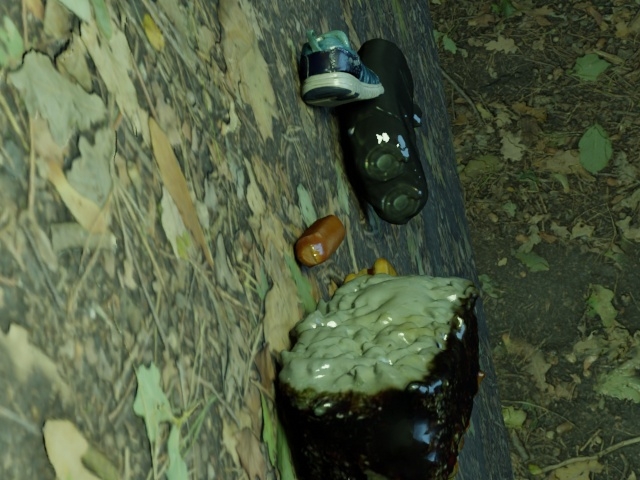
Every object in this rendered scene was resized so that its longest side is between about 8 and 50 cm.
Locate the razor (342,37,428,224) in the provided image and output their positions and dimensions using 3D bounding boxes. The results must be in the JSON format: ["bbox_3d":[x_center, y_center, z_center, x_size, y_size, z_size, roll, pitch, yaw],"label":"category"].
[{"bbox_3d":[0.101,-0.182,1.546,0.327,0.107,0.189,-87,157,-51],"label":"razor"}]

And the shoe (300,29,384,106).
[{"bbox_3d":[0.028,-0.243,1.360,0.207,0.091,0.106,-8,90,-72],"label":"shoe"}]

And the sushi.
[{"bbox_3d":[0.067,0.149,1.019,0.343,0.196,0.182,-48,142,-66],"label":"sushi"}]

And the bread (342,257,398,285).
[{"bbox_3d":[0.083,0.108,1.276,0.200,0.077,0.116,52,26,-61],"label":"bread"}]

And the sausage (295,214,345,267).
[{"bbox_3d":[0.000,0.000,1.133,0.131,0.041,0.039,-46,119,-73],"label":"sausage"}]
